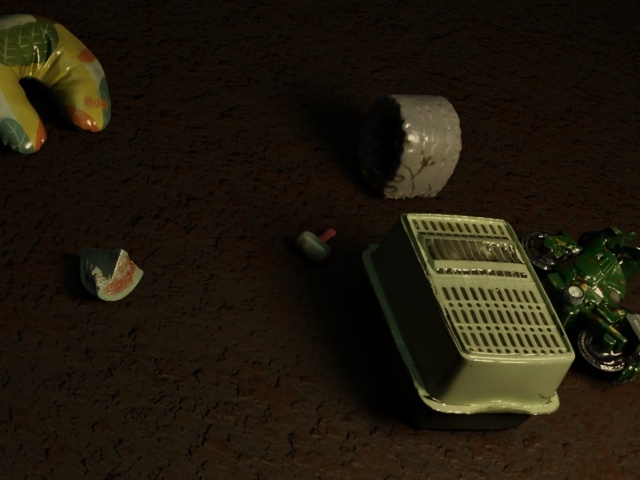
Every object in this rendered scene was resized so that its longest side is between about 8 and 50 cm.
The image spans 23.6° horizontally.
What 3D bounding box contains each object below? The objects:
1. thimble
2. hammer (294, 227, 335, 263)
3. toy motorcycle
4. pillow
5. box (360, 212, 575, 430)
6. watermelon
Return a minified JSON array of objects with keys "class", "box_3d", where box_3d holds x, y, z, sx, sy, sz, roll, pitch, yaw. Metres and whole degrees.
[{"class":"thimble","box_3d":[0.134,-0.141,2.258,0.117,0.151,0.127,-2,36,-33]},{"class":"hammer","box_3d":[0.000,0.000,2.120,0.052,0.031,0.083,39,33,6]},{"class":"toy motorcycle","box_3d":[0.414,0.085,2.218,0.187,0.125,0.275,-6,51,-24]},{"class":"pillow","box_3d":[-0.394,-0.215,2.077,0.233,0.086,0.214,-21,71,-47]},{"class":"box","box_3d":[0.185,0.106,2.005,0.220,0.166,0.291,4,45,-28]},{"class":"watermelon","box_3d":[-0.259,0.037,1.888,0.085,0.061,0.085,21,30,-12]}]
